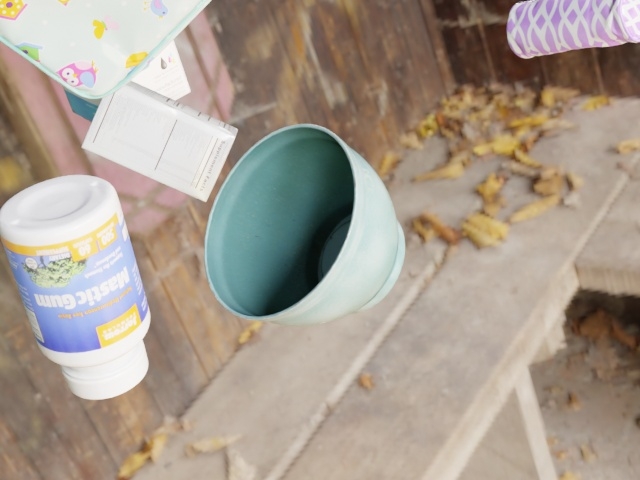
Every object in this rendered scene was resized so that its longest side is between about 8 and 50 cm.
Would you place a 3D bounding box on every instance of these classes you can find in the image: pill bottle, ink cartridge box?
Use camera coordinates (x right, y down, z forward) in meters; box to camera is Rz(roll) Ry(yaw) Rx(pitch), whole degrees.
[{"bbox_3d":[-0.305,0.066,1.530,0.152,0.272,0.152,-8,31,5],"label":"pill bottle"},{"bbox_3d":[-0.431,-0.400,2.440,0.198,0.270,0.197,-34,37,-24],"label":"ink cartridge box"}]

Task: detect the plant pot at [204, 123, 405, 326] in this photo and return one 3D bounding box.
[{"bbox_3d":[0.000,0.000,1.746,0.293,0.196,0.293,-19,60,36],"label":"plant pot"}]

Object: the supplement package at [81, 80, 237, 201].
[{"bbox_3d":[-0.289,-0.187,2.174,0.134,0.244,0.139,-99,35,-78],"label":"supplement package"}]

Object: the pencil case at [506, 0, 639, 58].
[{"bbox_3d":[0.356,-0.300,1.652,0.206,0.088,0.086,2,76,47],"label":"pencil case"}]

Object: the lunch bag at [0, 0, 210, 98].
[{"bbox_3d":[-0.219,-0.290,1.230,0.279,0.224,0.108,-41,47,13],"label":"lunch bag"}]
